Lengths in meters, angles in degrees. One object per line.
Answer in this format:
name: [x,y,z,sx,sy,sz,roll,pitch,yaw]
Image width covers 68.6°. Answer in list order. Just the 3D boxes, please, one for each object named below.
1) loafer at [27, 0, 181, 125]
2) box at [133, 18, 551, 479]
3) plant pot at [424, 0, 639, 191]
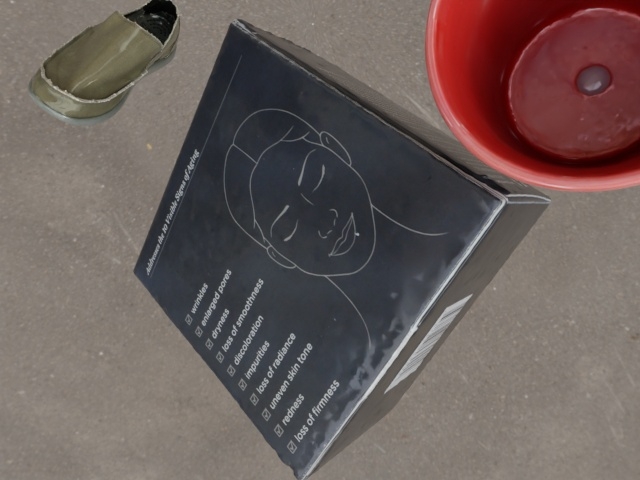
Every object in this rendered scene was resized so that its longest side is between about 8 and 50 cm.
loafer: [-0.250,-0.233,0.569,0.094,0.251,0.087,34,136,-15]
box: [0.000,0.000,0.765,0.471,0.297,0.480,41,115,25]
plant pot: [0.267,-0.181,0.465,0.274,0.243,0.275,1,93,29]
